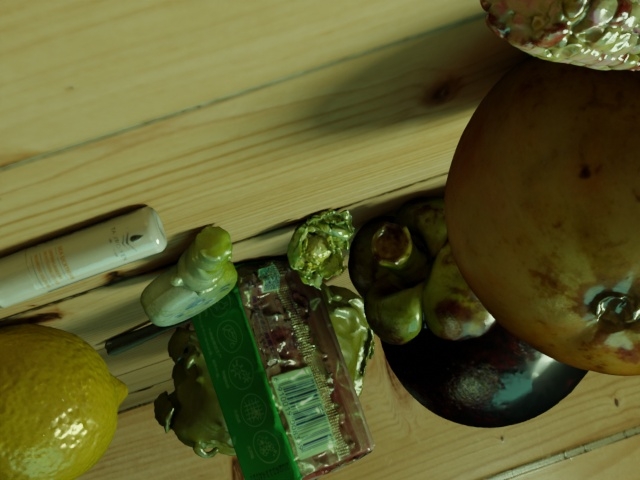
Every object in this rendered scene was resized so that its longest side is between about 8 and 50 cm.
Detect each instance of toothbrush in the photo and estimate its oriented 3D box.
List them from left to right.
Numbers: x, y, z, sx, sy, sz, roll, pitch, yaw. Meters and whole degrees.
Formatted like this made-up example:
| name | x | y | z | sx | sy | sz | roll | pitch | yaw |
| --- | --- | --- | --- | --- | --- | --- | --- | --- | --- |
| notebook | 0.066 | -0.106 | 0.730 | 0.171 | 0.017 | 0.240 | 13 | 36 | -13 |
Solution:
| name | x | y | z | sx | sy | sz | roll | pitch | yaw |
| --- | --- | --- | --- | --- | --- | --- | --- | --- | --- |
| toothbrush | -0.196 | 0.108 | 1.444 | 0.297 | 0.030 | 0.030 | -24 | -175 | 36 |

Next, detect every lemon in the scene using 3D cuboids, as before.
| name | x | y | z | sx | sy | sz | roll | pitch | yaw |
| --- | --- | --- | --- | --- | --- | --- | --- | --- | --- |
| lemon | -0.319 | 0.178 | 1.130 | 0.244 | 0.187 | 0.187 | -8 | 167 | -31 |

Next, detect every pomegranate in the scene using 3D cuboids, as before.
| name | x | y | z | sx | sy | sz | roll | pitch | yaw |
| --- | --- | --- | --- | --- | --- | --- | --- | --- | --- |
| pomegranate | 0.219 | -0.040 | 0.777 | 0.252 | 0.270 | 0.229 | 9 | 130 | 2 |

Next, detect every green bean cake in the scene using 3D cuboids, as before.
| name | x | y | z | sx | sy | sz | roll | pitch | yaw |
| --- | --- | --- | --- | --- | --- | --- | --- | --- | --- |
| green bean cake | -0.074 | 0.189 | 1.576 | 0.310 | 0.285 | 0.202 | 8 | -172 | -16 |

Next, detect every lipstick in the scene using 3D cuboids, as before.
| name | x | y | z | sx | sy | sz | roll | pitch | yaw |
| --- | --- | --- | --- | --- | --- | --- | --- | --- | --- |
| lipstick | -0.192 | 0.012 | 0.838 | 0.141 | 0.040 | 0.040 | -20 | 171 | 1 |

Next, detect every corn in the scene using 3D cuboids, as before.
| name | x | y | z | sx | sy | sz | roll | pitch | yaw |
| --- | --- | --- | --- | --- | --- | --- | --- | --- | --- |
| corn | 0.203 | -0.135 | 0.605 | 0.280 | 0.092 | 0.092 | -7 | 165 | -42 |

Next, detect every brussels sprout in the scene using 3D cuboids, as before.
| name | x | y | z | sx | sy | sz | roll | pitch | yaw |
| --- | --- | --- | --- | --- | --- | --- | --- | --- | --- |
| brussels sprout | 0.000 | 0.000 | 1.123 | 0.085 | 0.058 | 0.085 | -13 | 136 | -12 |

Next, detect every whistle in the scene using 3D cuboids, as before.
| name | x | y | z | sx | sy | sz | roll | pitch | yaw |
| --- | --- | --- | --- | --- | --- | --- | --- | --- | --- |
| whistle | -0.127 | 0.030 | 1.066 | 0.104 | 0.057 | 0.198 | -27 | 168 | -23 |

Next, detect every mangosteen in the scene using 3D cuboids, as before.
| name | x | y | z | sx | sy | sz | roll | pitch | yaw |
| --- | --- | --- | --- | --- | --- | --- | --- | --- | --- |
| mangosteen | 0.181 | 0.071 | 1.264 | 0.313 | 0.297 | 0.297 | 13 | 172 | 5 |

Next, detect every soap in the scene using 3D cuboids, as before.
| name | x | y | z | sx | sy | sz | roll | pitch | yaw |
| --- | --- | --- | --- | --- | --- | --- | --- | --- | --- |
| soap | -0.048 | 0.157 | 1.257 | 0.098 | 0.273 | 0.218 | -26 | 169 | 33 |
